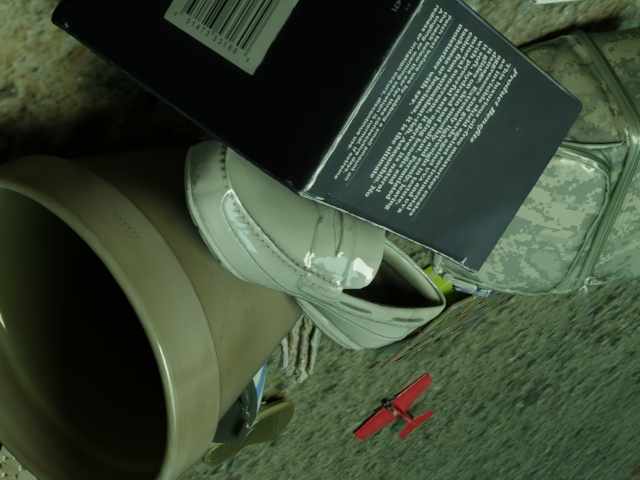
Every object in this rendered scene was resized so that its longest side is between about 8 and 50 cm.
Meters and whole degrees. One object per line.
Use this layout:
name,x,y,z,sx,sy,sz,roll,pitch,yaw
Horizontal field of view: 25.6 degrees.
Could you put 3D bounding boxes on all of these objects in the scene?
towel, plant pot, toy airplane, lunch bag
towel,-0.004,0.010,1.519,0.049,0.187,0.282,12,139,1
plant pot,-0.154,0.038,1.294,0.280,0.323,0.323,-33,156,-41
toy airplane,0.124,0.270,2.175,0.151,0.028,0.151,-27,150,-17
lunch bag,0.264,-0.079,1.633,0.256,0.212,0.305,-6,142,-16

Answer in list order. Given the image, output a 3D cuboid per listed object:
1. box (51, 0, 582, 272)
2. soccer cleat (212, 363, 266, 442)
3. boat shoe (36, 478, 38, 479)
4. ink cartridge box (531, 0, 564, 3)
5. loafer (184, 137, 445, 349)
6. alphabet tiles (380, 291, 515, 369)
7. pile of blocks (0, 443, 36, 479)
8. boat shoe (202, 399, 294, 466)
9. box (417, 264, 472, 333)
box,0.005,-0.144,1.124,0.182,0.296,0.294,-57,148,6
soccer cleat,-0.105,0.067,1.567,0.116,0.143,0.331,7,117,-7
boat shoe,-0.320,0.277,1.686,0.183,0.066,0.066,-40,148,-12
ink cartridge box,0.293,-0.326,1.392,0.219,0.092,0.160,-13,143,-36
loafer,0.000,0.000,1.194,0.112,0.112,0.319,-16,150,26
alphabet tiles,0.213,0.096,1.960,0.237,0.009,0.198,-23,164,-38
pile of blocks,-0.302,0.180,1.538,0.362,0.149,0.112,-32,-164,12
boat shoe,-0.104,0.250,1.897,0.153,0.048,0.056,-28,139,-27
box,0.197,0.049,1.905,0.178,0.042,0.109,-31,152,-7
